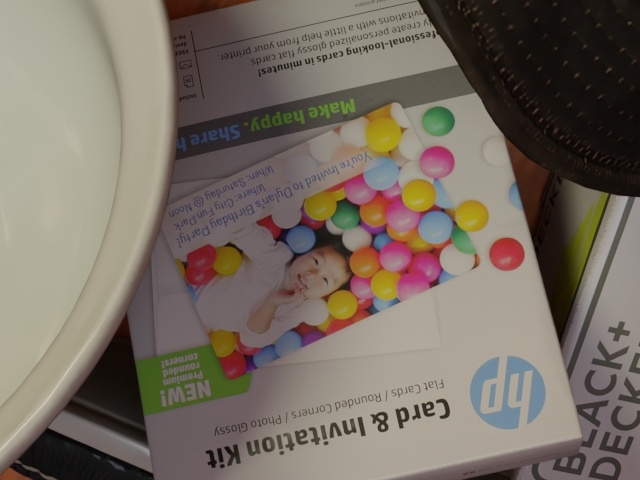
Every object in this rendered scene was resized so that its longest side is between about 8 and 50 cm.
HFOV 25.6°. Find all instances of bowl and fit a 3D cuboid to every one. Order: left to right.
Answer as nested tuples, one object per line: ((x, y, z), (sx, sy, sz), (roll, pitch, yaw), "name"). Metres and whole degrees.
((-0.185, -0.010, 0.477), (0.298, 0.297, 0.134), (-7, 157, 2), "bowl")

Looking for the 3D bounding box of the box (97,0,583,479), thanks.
((0.000, 0.000, 0.507), (0.145, 0.038, 0.186), (-12, 72, 2), "box")

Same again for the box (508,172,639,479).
((0.228, 0.039, 0.566), (0.290, 0.087, 0.169), (14, 112, -7), "box")

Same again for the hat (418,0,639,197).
((0.183, -0.136, 0.366), (0.331, 0.134, 0.331), (-13, 120, -24), "hat")

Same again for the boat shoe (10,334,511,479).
((-0.013, 0.124, 0.584), (0.303, 0.114, 0.091), (23, 105, -10), "boat shoe")
